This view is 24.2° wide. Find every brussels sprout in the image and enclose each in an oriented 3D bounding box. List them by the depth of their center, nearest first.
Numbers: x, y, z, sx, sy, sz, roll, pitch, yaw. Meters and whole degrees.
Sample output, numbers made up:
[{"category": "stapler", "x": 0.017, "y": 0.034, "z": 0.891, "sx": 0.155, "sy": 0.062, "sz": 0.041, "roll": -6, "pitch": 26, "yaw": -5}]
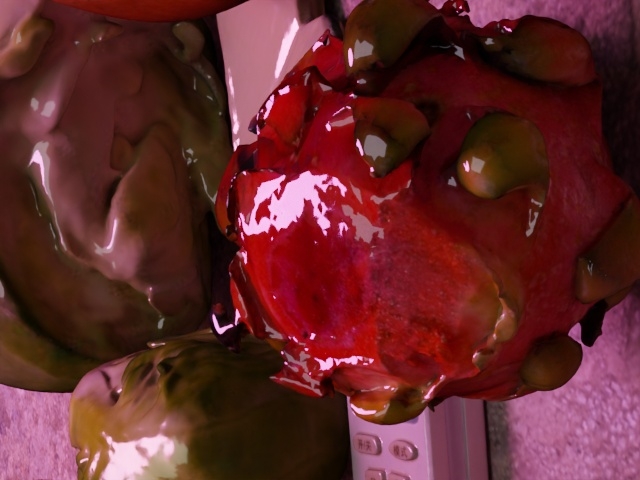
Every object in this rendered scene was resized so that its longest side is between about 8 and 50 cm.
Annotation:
[{"category": "brussels sprout", "x": -0.082, "y": 0.151, "z": 1.120, "sx": 0.223, "sy": 0.223, "sz": 0.161, "roll": 6, "pitch": 116, "yaw": 59}, {"category": "brussels sprout", "x": -0.236, "y": -0.059, "z": 1.274, "sx": 0.315, "sy": 0.276, "sz": 0.371, "roll": 20, "pitch": 111, "yaw": 53}]

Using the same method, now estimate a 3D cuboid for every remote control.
[{"category": "remote control", "x": 0.064, "y": 0.147, "z": 1.013, "sx": 0.103, "sy": 0.055, "sz": 0.277, "roll": -2, "pitch": 93, "yaw": 59}]

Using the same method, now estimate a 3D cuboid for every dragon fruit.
[{"category": "dragon fruit", "x": 0.055, "y": -0.034, "z": 0.823, "sx": 0.307, "sy": 0.243, "sz": 0.227, "roll": 45, "pitch": 122, "yaw": 48}]

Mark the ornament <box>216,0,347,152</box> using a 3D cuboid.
[{"category": "ornament", "x": -0.030, "y": -0.114, "z": 1.125, "sx": 0.201, "sy": 0.059, "sz": 0.180, "roll": 60, "pitch": 137, "yaw": 41}]

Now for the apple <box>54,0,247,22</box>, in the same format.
[{"category": "apple", "x": -0.105, "y": -0.318, "z": 1.008, "sx": 0.365, "sy": 0.295, "sz": 0.329, "roll": 39, "pitch": 153, "yaw": 54}]
